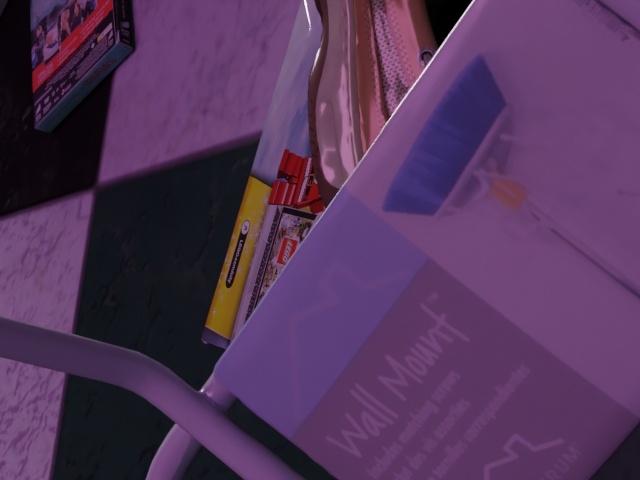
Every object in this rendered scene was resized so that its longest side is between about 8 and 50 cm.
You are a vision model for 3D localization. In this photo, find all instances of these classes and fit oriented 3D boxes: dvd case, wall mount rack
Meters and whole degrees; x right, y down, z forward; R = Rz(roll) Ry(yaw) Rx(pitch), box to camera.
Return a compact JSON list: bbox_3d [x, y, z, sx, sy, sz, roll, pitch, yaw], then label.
[{"bbox_3d":[-0.132,-0.130,0.963,0.087,0.013,0.119,-39,48,40],"label":"dvd case"},{"bbox_3d":[0.000,0.000,0.492,0.350,0.304,0.130,-54,-4,26],"label":"wall mount rack"}]

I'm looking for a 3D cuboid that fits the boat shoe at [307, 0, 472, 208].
[{"bbox_3d":[0.036,-0.095,0.596,0.072,0.068,0.190,-19,70,36],"label":"boat shoe"}]

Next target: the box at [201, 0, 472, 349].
[{"bbox_3d":[0.044,-0.054,0.654,0.159,0.044,0.233,15,89,55],"label":"box"}]

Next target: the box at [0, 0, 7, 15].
[{"bbox_3d":[-0.249,-0.270,1.124,0.169,0.087,0.290,-61,36,18],"label":"box"}]
